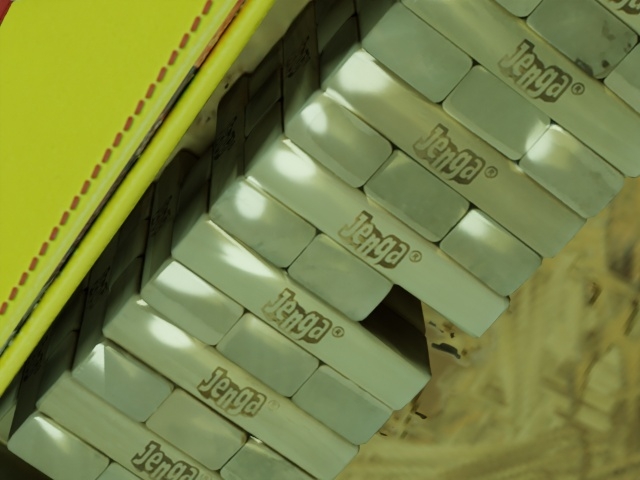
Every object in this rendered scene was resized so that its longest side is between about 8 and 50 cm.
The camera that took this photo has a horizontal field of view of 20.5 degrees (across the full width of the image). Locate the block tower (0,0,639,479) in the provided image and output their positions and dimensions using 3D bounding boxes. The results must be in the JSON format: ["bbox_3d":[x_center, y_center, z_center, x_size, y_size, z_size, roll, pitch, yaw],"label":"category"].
[{"bbox_3d":[0.000,0.000,0.555,0.091,0.097,0.335,36,109,-17],"label":"block tower"}]

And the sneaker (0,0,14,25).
[{"bbox_3d":[-0.042,-0.064,0.332,0.118,0.042,0.067,5,119,-13],"label":"sneaker"}]

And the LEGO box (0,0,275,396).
[{"bbox_3d":[-0.182,-0.159,0.371,0.372,0.193,0.500,25,114,-30],"label":"LEGO box"}]
